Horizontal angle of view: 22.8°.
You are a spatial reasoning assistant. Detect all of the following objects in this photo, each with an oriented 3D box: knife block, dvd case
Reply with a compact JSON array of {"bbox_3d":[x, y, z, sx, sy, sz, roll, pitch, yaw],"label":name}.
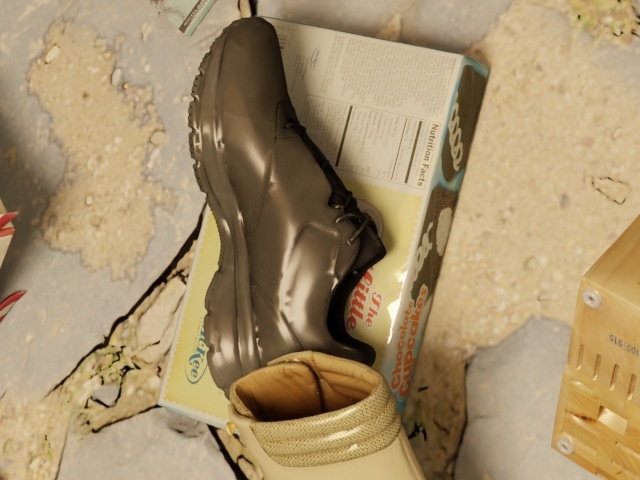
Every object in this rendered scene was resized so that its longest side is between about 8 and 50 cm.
[{"bbox_3d":[0.271,0.020,1.090,0.088,0.242,0.275,31,144,26],"label":"knife block"},{"bbox_3d":[-0.126,-0.241,1.339,0.119,0.013,0.087,44,104,22],"label":"dvd case"}]

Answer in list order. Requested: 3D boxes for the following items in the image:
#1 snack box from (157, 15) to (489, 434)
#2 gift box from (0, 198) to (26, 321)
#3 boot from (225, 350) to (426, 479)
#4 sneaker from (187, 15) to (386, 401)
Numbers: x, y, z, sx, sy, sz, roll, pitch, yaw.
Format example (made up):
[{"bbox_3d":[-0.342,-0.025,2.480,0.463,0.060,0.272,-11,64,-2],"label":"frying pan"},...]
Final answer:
[{"bbox_3d":[0.000,0.000,1.227,0.187,0.060,0.322,15,92,27],"label":"snack box"},{"bbox_3d":[-0.389,-0.008,1.297,0.258,0.276,0.255,61,150,21],"label":"gift box"},{"bbox_3d":[-0.021,0.177,1.131,0.262,0.095,0.203,-4,125,42],"label":"boot"},{"bbox_3d":[-0.019,-0.023,1.158,0.130,0.109,0.286,-6,92,19],"label":"sneaker"}]
